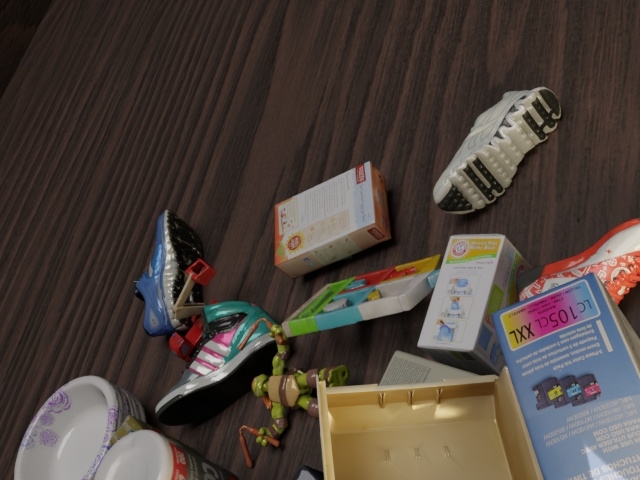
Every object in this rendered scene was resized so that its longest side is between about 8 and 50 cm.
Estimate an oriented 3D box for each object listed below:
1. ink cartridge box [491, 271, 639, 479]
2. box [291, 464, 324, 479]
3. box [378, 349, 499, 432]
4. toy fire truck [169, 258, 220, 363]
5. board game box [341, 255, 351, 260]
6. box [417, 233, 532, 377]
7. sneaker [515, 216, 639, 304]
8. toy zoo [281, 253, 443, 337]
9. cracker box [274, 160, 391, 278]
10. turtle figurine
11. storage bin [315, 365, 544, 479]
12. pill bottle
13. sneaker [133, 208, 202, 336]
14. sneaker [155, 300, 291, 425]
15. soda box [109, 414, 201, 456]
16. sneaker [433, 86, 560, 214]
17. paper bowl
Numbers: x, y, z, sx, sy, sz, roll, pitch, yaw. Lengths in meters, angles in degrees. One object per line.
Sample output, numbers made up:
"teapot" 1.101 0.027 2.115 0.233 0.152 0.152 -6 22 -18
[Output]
"ink cartridge box" 0.365 0.273 0.999 0.151 0.270 0.395 -29 45 19
"box" 0.023 0.537 1.104 0.343 0.179 0.312 38 88 33
"box" 0.217 0.260 1.271 0.275 0.094 0.113 13 69 45
"toy fire truck" -0.259 0.148 1.730 0.192 0.135 0.047 -52 41 -5
"board game box" 0.000 0.000 1.706 0.154 0.026 0.103 -12 53 34
"box" 0.251 0.103 1.346 0.103 0.114 0.203 -1 60 41
"sneaker" 0.427 0.074 1.241 0.270 0.090 0.145 -29 46 26
"toy zoo" 0.096 0.092 1.466 0.293 0.030 0.192 -17 11 30
"cracker box" 0.020 -0.038 1.645 0.232 0.067 0.155 -24 47 26
"turtle figurine" -0.048 0.279 1.491 0.217 0.087 0.269 2 83 37
"storage bin" 0.134 0.281 1.060 0.262 0.123 0.260 -4 44 -2
"pill bottle" -0.218 0.432 1.365 0.161 0.283 0.161 -22 47 26
"sneaker" -0.355 0.070 1.879 0.147 0.130 0.330 -24 46 21
"sneaker" -0.212 0.219 1.641 0.296 0.124 0.178 -34 48 5
"soda box" -0.296 0.389 1.541 0.061 0.181 0.058 -53 41 -7
"sneaker" 0.304 -0.164 1.525 0.292 0.110 0.118 -45 33 -9
"paper bowl" -0.463 0.427 1.681 0.284 0.148 0.284 -22 48 27
